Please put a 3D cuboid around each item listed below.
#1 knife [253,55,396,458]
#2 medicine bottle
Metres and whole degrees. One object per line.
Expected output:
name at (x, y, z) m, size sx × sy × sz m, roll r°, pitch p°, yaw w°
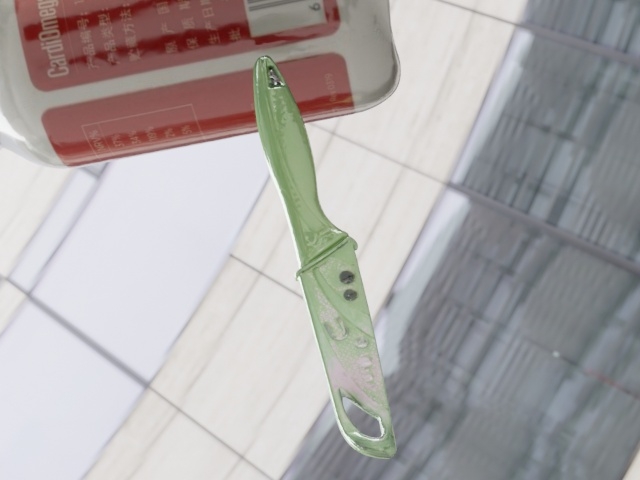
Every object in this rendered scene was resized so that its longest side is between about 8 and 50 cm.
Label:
knife at (0.000, 0.000, 0.609) m, size 0.030 × 0.207 × 0.014 m, roll -9°, pitch -30°, yaw -10°
medicine bottle at (-0.089, -0.112, 0.741) m, size 0.250 × 0.131 × 0.131 m, roll -10°, pitch -56°, yaw 3°
